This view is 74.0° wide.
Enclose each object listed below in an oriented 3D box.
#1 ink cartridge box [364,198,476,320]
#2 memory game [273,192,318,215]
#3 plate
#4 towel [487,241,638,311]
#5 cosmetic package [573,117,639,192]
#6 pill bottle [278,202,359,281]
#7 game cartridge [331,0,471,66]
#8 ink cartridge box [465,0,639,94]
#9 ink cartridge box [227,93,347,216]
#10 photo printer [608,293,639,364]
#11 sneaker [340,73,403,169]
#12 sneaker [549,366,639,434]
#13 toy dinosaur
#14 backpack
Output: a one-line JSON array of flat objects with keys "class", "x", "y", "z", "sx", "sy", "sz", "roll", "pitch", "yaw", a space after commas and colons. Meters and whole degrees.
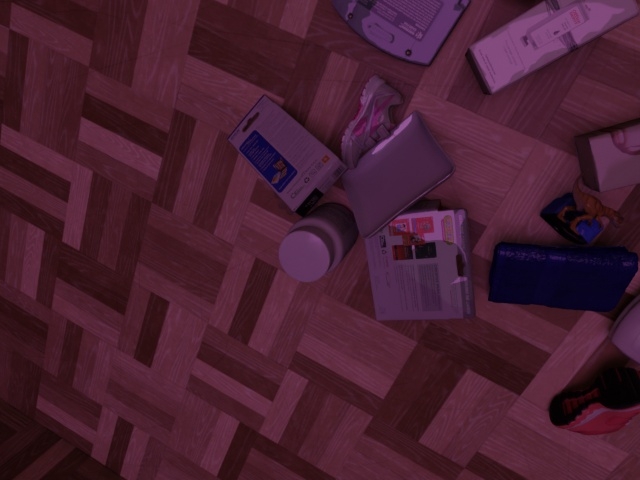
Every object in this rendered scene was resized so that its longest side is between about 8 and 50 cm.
[{"class": "ink cartridge box", "x": 0.275, "y": 0.055, "z": 1.170, "sx": 0.271, "sy": 0.130, "sz": 0.310, "roll": -4, "pitch": 106, "yaw": 20}, {"class": "memory game", "x": -0.061, "y": -0.160, "z": 1.234, "sx": 0.186, "sy": 0.012, "sz": 0.186, "roll": -6, "pitch": 78, "yaw": 32}, {"class": "plate", "x": 0.190, "y": -0.164, "z": 1.089, "sx": 0.277, "sy": 0.278, "sz": 0.045, "roll": -39, "pitch": 130, "yaw": 23}, {"class": "towel", "x": 0.597, "y": 0.088, "z": 1.082, "sx": 0.308, "sy": 0.076, "sz": 0.228, "roll": 5, "pitch": 140, "yaw": 16}, {"class": "cosmetic package", "x": 0.743, "y": -0.213, "z": 0.927, "sx": 0.296, "sy": 0.153, "sz": 0.129, "roll": -16, "pitch": 100, "yaw": 20}, {"class": "pill bottle", "x": 0.000, "y": 0.000, "z": 1.159, "sx": 0.160, "sy": 0.283, "sz": 0.161, "roll": 5, "pitch": 108, "yaw": 16}, {"class": "game cartridge", "x": 0.186, "y": -0.573, "z": 1.047, "sx": 0.297, "sy": 0.062, "sz": 0.198, "roll": 35, "pitch": 118, "yaw": 5}, {"class": "ink cartridge box", "x": 0.472, "y": -0.437, "z": 0.912, "sx": 0.282, "sy": 0.207, "sz": 0.117, "roll": -26, "pitch": 99, "yaw": 23}, {"class": "ink cartridge box", "x": -0.104, "y": -0.242, "z": 1.163, "sx": 0.176, "sy": 0.069, "sz": 0.371, "roll": -48, "pitch": 59, "yaw": 8}, {"class": "photo printer", "x": 0.907, "y": 0.238, "z": 1.038, "sx": 0.307, "sy": 0.107, "sz": 0.256, "roll": 34, "pitch": 114, "yaw": 6}, {"class": "sneaker", "x": 0.135, "y": -0.297, "z": 1.122, "sx": 0.111, "sy": 0.103, "sz": 0.252, "roll": 28, "pitch": 114, "yaw": 10}, {"class": "sneaker", "x": 0.780, "y": 0.439, "z": 1.134, "sx": 0.136, "sy": 0.116, "sz": 0.314, "roll": 30, "pitch": 135, "yaw": -10}, {"class": "toy dinosaur", "x": 0.588, "y": -0.081, "z": 0.949, "sx": 0.211, "sy": 0.064, "sz": 0.112, "roll": 26, "pitch": 119, "yaw": -26}, {"class": "backpack", "x": 0.629, "y": -0.054, "z": 1.041, "sx": 0.120, "sy": 0.098, "sz": 0.101, "roll": 45, "pitch": 101, "yaw": 2}]
